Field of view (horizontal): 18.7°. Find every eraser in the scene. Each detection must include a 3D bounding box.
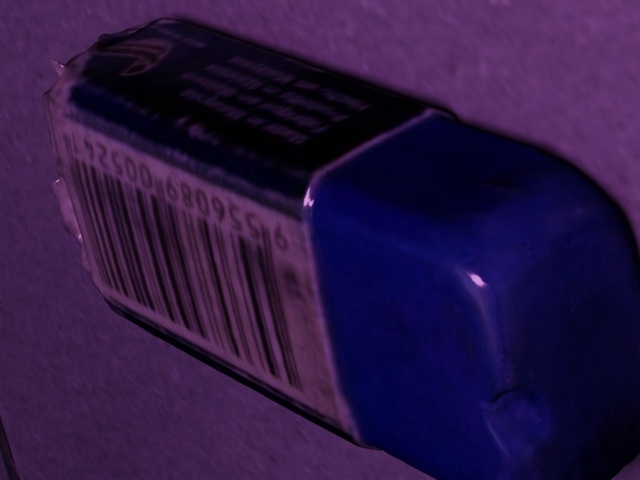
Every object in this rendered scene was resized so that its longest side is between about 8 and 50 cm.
[{"bbox_3d":[0.000,0.000,0.903,0.332,0.101,0.155,23,135,46],"label":"eraser"}]
